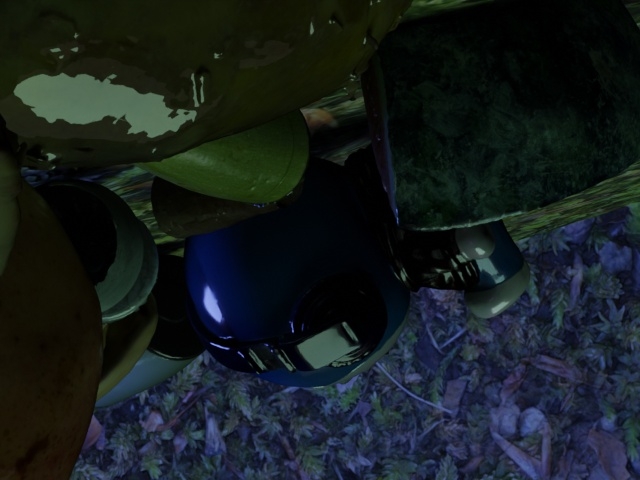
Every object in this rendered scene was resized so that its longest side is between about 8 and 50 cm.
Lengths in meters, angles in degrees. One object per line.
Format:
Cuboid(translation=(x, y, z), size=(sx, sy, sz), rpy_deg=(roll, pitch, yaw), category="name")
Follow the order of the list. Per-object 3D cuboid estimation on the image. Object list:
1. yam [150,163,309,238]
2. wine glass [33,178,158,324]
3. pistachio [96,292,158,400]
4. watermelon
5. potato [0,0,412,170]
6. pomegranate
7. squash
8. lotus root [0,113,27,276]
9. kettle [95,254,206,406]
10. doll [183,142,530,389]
Cuboid(translation=(-0.083, -0.052, 1.530), size=(0.127, 0.084, 0.084), rpy_deg=(-15, 175, 32), category="yam")
Cuboid(translation=(-0.216, 0.012, 1.545), size=(0.126, 0.126, 0.241), rpy_deg=(-15, 176, 0), category="wine glass")
Cuboid(translation=(-0.333, 0.123, 1.961), size=(0.318, 0.214, 0.193), rpy_deg=(-24, 138, 17), category="pistachio")
Cuboid(translation=(0.142, -0.125, 1.362), size=(0.318, 0.148, 0.226), rpy_deg=(-27, -160, -39), category="watermelon")
Cuboid(translation=(-0.080, -0.107, 0.813), size=(0.296, 0.141, 0.191), rpy_deg=(-15, 176, -24), category="potato")
Cuboid(translation=(-0.300, 0.084, 1.089), size=(0.338, 0.338, 0.338), rpy_deg=(-15, 173, -2), category="pomegranate")
Cuboid(translation=(-0.097, -0.085, 1.264), size=(0.094, 0.094, 0.224), rpy_deg=(-19, 164, 27), category="squash")
Cuboid(translation=(-0.264, -0.041, 0.610), size=(0.316, 0.250, 0.316), rpy_deg=(-23, 167, -6), category="lotus root")
Cuboid(translation=(-0.255, 0.099, 2.125), size=(0.221, 0.161, 0.236), rpy_deg=(25, 153, -27), category="kettle")
Cuboid(translation=(0.014, 0.013, 1.652), size=(0.310, 0.240, 0.284), rpy_deg=(-30, -149, 7), category="doll")
